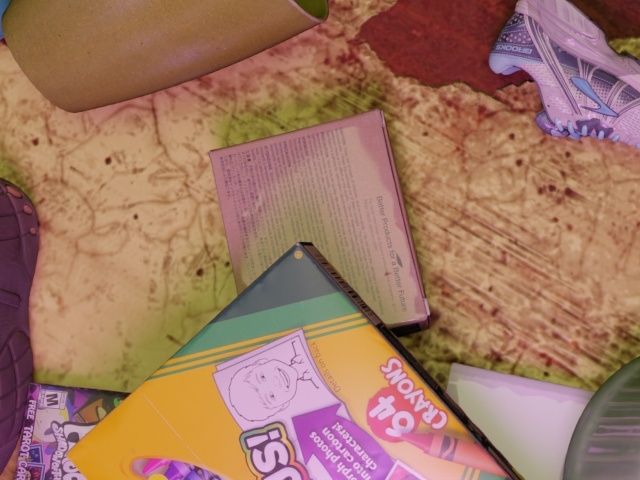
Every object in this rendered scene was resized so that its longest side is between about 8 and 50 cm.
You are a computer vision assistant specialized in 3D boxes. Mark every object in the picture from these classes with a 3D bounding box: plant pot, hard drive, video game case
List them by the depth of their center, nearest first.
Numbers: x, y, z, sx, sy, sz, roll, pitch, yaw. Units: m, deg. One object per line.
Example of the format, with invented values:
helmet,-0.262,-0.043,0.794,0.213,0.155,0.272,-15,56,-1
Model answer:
hard drive,0.264,0.254,1.586,0.308,0.040,0.203,11,78,9
video game case,-0.220,0.274,1.640,0.210,0.042,0.232,6,77,7
plant pot,-0.188,-0.273,1.678,0.293,0.275,0.274,-32,74,16

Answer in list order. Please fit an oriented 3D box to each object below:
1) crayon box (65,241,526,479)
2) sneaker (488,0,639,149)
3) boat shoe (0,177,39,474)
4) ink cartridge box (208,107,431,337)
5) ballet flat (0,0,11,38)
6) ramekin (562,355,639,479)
crayon box,-0.010,0.237,1.534,0.313,0.106,0.363,-43,85,5
sneaker,0.300,-0.145,1.661,0.283,0.110,0.122,44,103,17
boat shoe,-0.391,0.108,1.674,0.130,0.132,0.355,-4,69,26
ink cartridge box,0.000,0.000,1.655,0.193,0.088,0.234,-13,76,3
ballet flat,-0.437,-0.264,1.765,0.400,0.139,0.139,-39,75,-2
ramekin,0.396,0.240,1.467,0.303,0.148,0.303,2,81,-13
